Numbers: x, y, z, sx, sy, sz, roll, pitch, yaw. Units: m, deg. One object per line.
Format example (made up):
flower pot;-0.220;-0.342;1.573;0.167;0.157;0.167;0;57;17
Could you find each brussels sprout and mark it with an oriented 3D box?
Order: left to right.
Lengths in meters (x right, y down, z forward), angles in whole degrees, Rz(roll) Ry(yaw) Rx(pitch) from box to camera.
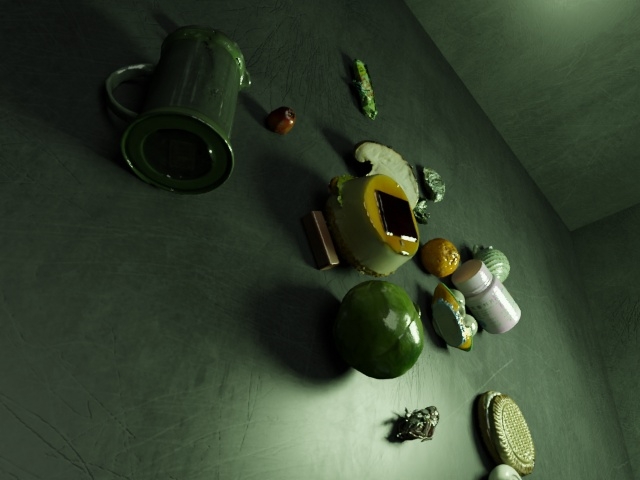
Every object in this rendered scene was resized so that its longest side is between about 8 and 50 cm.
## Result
brussels sprout;0.139;0.202;1.181;0.244;0.244;0.244;31;44;-36

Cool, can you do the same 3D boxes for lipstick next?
lipstick;0.000;0.000;1.277;0.045;0.045;0.146;-2;69;-50

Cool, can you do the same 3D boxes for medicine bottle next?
medicine bottle;0.590;0.201;1.806;0.255;0.151;0.152;49;36;-15

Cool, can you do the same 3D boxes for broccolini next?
broccolini;0.305;-0.179;1.801;0.271;0.062;0.123;47;27;-15

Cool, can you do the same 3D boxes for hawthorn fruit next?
hawthorn fruit;-0.104;-0.323;1.350;0.077;0.077;0.077;31;44;-36

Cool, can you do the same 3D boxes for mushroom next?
mushroom;0.208;-0.222;1.655;0.286;0.156;0.151;48;8;-20

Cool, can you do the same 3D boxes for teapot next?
teapot;-0.284;-0.283;1.009;0.270;0.200;0.337;9;50;-10
teapot;0.529;0.710;1.415;0.226;0.092;0.145;28;49;-40

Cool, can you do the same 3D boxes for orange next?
orange;0.407;0.055;1.703;0.135;0.117;0.136;39;39;-40

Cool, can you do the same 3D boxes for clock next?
clock;0.425;0.244;1.605;0.144;0.103;0.231;-13;79;-56

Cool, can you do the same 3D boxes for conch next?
conch;0.674;0.095;1.987;0.172;0.131;0.200;9;64;-26

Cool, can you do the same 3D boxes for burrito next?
burrito;0.155;-0.576;1.880;0.104;0.054;0.288;19;52;-44

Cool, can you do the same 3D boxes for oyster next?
oyster;0.455;-0.220;2.012;0.124;0.064;0.178;13;55;-43

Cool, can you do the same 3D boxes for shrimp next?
shrimp;0.238;0.456;1.244;0.190;0.074;0.074;-1;99;-42

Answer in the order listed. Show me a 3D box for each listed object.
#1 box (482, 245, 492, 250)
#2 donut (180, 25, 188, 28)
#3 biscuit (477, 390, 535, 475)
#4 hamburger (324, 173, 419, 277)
box;0.713;0.081;2.149;0.154;0.040;0.084;-19;84;-55
donut;-0.304;-0.471;1.225;0.097;0.043;0.108;-10;79;-54
biscuit;0.580;0.598;1.572;0.259;0.079;0.259;32;43;-36
hamburger;0.136;-0.043;1.371;0.275;0.179;0.295;7;64;-47
